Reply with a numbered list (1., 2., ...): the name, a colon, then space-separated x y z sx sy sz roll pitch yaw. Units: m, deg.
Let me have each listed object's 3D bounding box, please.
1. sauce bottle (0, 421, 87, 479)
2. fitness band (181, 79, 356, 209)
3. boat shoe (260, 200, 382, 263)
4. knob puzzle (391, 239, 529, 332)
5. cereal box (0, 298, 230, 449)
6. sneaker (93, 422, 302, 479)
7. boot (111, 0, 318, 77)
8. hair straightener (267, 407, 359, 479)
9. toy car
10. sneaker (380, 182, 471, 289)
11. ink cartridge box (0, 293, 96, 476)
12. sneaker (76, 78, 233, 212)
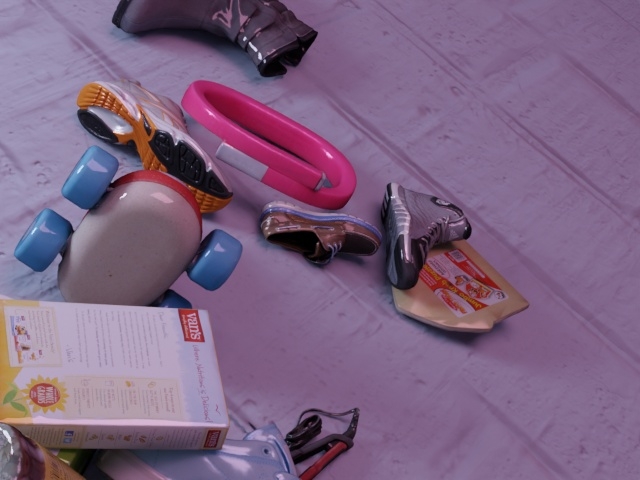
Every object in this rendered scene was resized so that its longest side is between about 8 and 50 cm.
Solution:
1. sauce bottle: -0.226 0.287 1.168 0.344 0.111 0.111 53 18 -46
2. fitness band: -0.074 -0.145 1.852 0.291 0.054 0.209 28 21 -14
3. boat shoe: 0.000 0.000 1.800 0.183 0.066 0.066 11 48 -11
4. knob puzzle: 0.186 0.078 1.863 0.213 0.030 0.213 9 40 -8
5. cereal box: -0.225 0.142 1.323 0.240 0.047 0.173 5 41 -19
6. sneaker: -0.058 0.282 1.360 0.366 0.135 0.150 33 80 -1
7. boot: -0.155 -0.353 2.023 0.223 0.118 0.338 48 45 10
8. hair straightener: -0.027 0.249 1.527 0.089 0.047 0.230 44 40 12
9. toy car: -0.228 -0.028 1.575 0.219 0.210 0.238 34 25 -16
10. sneaker: 0.165 -0.007 1.866 0.132 0.086 0.229 8 37 -8
11. ink cartridge box: -0.356 0.157 1.362 0.255 0.097 0.189 22 39 3
12. sneaker: -0.213 -0.149 1.780 0.262 0.099 0.121 41 35 8
